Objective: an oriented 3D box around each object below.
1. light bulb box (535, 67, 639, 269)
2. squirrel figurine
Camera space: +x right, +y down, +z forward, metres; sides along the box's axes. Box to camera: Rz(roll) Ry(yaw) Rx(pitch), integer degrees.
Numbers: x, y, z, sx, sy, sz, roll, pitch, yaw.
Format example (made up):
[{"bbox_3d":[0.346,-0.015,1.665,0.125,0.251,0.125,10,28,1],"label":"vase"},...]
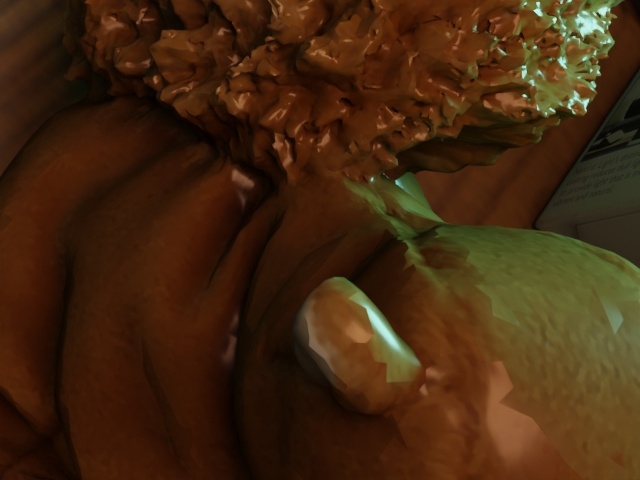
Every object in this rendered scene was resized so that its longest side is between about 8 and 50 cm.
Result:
[{"bbox_3d":[0.393,-0.044,0.845,0.358,0.225,0.361,41,71,-14],"label":"light bulb box"},{"bbox_3d":[0.000,0.000,0.571,0.281,0.370,0.396,6,88,-23],"label":"squirrel figurine"}]
